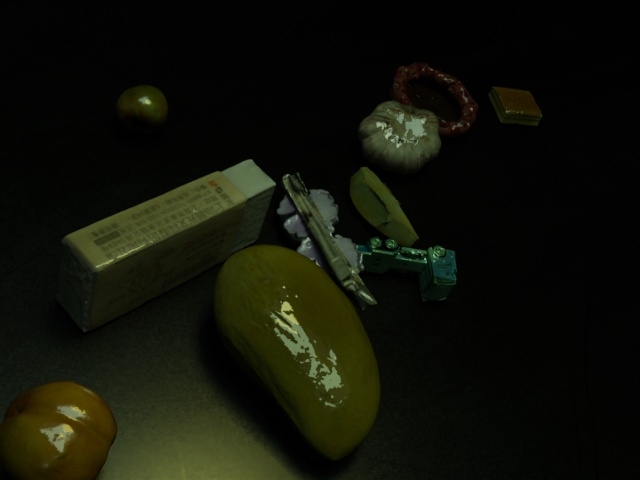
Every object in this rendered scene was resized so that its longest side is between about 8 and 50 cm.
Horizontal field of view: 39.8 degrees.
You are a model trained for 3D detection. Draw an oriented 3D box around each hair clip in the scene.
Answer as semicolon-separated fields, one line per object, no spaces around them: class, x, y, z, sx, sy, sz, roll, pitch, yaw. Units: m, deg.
hair clip;0.000;0.000;1.423;0.106;0.084;0.292;-30;54;0

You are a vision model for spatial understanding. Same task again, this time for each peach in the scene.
peach;-0.318;0.238;1.055;0.138;0.138;0.138;12;46;-13

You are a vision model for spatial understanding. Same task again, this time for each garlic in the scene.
garlic;0.147;-0.190;1.657;0.159;0.102;0.147;-16;71;-19

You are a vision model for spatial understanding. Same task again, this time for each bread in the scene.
bread;0.418;-0.290;1.904;0.095;0.035;0.090;3;48;-20

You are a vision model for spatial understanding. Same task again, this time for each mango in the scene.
mango;-0.025;0.143;1.263;0.195;0.142;0.331;-31;74;-35

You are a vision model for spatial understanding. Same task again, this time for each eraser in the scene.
eraser;-0.220;-0.001;1.302;0.078;0.144;0.343;44;47;20

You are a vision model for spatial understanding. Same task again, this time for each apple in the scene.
apple;-0.304;-0.223;1.504;0.090;0.089;0.074;-1;74;-24

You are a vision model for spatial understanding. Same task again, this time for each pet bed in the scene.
pet bed;0.229;-0.280;1.806;0.201;0.053;0.201;11;52;-14

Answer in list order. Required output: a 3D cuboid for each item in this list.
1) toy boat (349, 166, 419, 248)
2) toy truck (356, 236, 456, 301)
toy boat;0.108;-0.058;1.548;0.066;0.065;0.172;-3;51;-50
toy truck;0.138;0.048;1.458;0.175;0.067;0.081;9;48;-15
